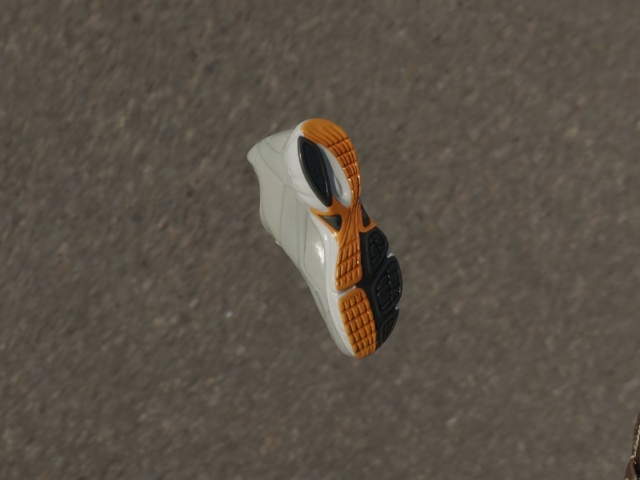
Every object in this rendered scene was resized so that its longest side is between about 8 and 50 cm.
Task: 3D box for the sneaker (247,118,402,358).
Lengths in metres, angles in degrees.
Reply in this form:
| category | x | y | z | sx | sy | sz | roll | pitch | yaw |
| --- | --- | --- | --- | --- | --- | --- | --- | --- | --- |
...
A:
| category | x | y | z | sx | sy | sz | roll | pitch | yaw |
| --- | --- | --- | --- | --- | --- | --- | --- | --- | --- |
| sneaker | 0.000 | 0.000 | 1.639 | 0.099 | 0.121 | 0.262 | -23 | 102 | -40 |

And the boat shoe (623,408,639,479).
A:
| category | x | y | z | sx | sy | sz | roll | pitch | yaw |
| --- | --- | --- | --- | --- | --- | --- | --- | --- | --- |
| boat shoe | 0.346 | 0.261 | 1.479 | 0.123 | 0.342 | 0.123 | 28 | 60 | 33 |
